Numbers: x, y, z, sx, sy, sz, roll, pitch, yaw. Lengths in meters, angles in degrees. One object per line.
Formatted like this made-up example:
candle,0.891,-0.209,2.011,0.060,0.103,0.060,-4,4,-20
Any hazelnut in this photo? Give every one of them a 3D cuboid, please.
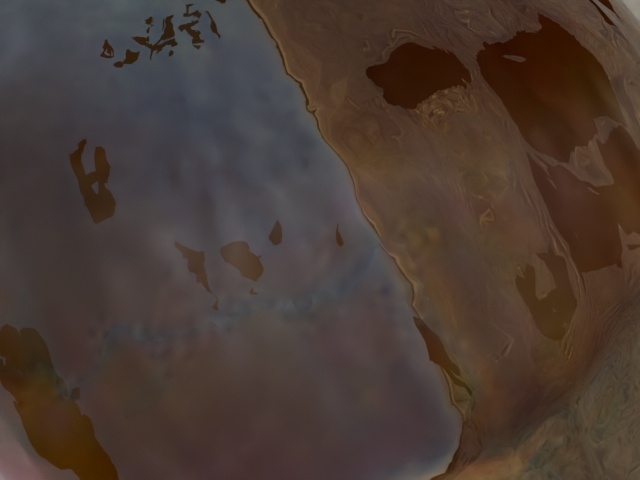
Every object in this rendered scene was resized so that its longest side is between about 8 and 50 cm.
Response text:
hazelnut,0.000,0.000,0.418,0.214,0.176,0.214,43,-151,-32
